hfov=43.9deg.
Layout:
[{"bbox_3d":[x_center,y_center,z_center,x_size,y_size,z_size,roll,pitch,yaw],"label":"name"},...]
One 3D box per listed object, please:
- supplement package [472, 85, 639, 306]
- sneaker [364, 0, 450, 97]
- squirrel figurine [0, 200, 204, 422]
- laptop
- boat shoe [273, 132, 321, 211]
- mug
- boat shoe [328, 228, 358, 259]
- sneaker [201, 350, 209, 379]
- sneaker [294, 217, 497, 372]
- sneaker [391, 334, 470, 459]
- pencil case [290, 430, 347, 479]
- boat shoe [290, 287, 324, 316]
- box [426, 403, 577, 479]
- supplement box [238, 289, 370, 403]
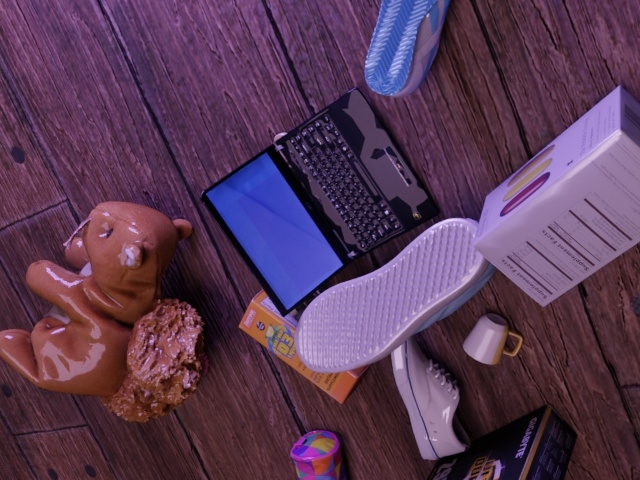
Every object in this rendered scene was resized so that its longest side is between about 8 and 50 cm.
[{"bbox_3d":[0.335,-0.053,1.026,0.134,0.139,0.244,40,127,-8],"label":"supplement package"},{"bbox_3d":[0.130,-0.305,1.076,0.087,0.092,0.228,28,104,19],"label":"sneaker"},{"bbox_3d":[-0.344,0.128,1.469,0.397,0.281,0.370,42,114,11],"label":"squirrel figurine"},{"bbox_3d":[0.000,-0.056,1.207,0.264,0.136,0.234,-30,100,28],"label":"laptop"},{"bbox_3d":[-0.044,-0.100,1.294,0.056,0.048,0.153,-5,110,32],"label":"boat shoe"},{"bbox_3d":[0.268,0.148,1.235,0.062,0.078,0.064,46,125,46],"label":"mug"},{"bbox_3d":[0.000,0.000,1.318,0.137,0.043,0.049,10,99,7],"label":"boat shoe"},{"bbox_3d":[-0.262,0.226,1.584,0.057,0.047,0.119,0,105,37],"label":"sneaker"},{"bbox_3d":[0.128,0.098,1.212,0.366,0.150,0.135,-33,68,27],"label":"sneaker"},{"bbox_3d":[0.183,0.243,1.313,0.091,0.094,0.258,-14,110,16],"label":"sneaker"},{"bbox_3d":[0.003,0.481,1.516,0.105,0.104,0.236,4,113,29],"label":"pencil case"},{"bbox_3d":[-0.083,0.015,1.370,0.079,0.084,0.233,-34,86,-1],"label":"boat shoe"},{"bbox_3d":[0.236,0.411,1.205,0.079,0.322,0.257,48,128,0],"label":"box"},{"bbox_3d":[-0.027,0.181,1.401,0.233,0.080,0.078,35,123,14],"label":"supplement box"}]
